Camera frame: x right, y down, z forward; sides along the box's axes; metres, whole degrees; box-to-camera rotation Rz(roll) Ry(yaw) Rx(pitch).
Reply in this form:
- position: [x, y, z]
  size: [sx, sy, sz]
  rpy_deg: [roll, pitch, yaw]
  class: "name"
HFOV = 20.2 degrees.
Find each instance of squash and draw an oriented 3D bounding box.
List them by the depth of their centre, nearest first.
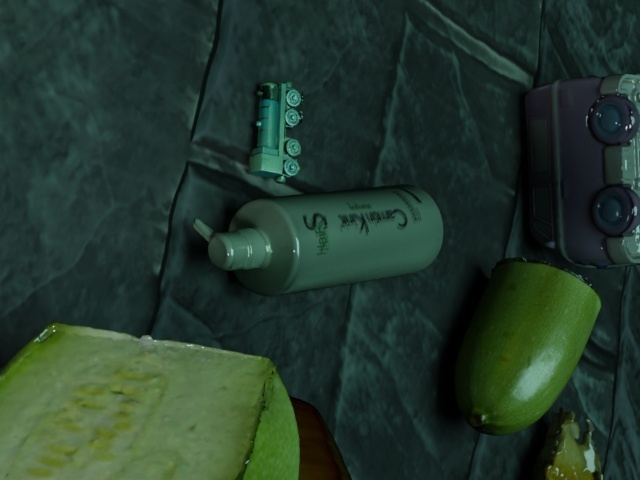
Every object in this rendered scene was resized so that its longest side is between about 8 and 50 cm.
- position: [-0.179, 0.202, 1.169]
  size: [0.309, 0.234, 0.210]
  rpy_deg: [-29, 126, -63]
  class: "squash"
- position: [0.196, 0.114, 1.778]
  size: [0.123, 0.123, 0.186]
  rpy_deg: [55, 49, -34]
  class: "squash"

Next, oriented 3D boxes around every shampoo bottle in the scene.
- position: [0.000, 0.000, 1.564]
  size: [0.262, 0.085, 0.085]
  rpy_deg: [-7, 94, -51]
  class: "shampoo bottle"

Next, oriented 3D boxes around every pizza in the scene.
- position: [0.261, 0.329, 1.889]
  size: [0.189, 0.071, 0.297]
  rpy_deg: [-17, 99, -37]
  class: "pizza"

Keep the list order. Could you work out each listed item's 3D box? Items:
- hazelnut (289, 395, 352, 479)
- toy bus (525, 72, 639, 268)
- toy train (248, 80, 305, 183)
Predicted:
- position: [-0.061, 0.226, 1.423]
  size: [0.186, 0.210, 0.210]
  rpy_deg: [68, 38, -59]
  class: "hazelnut"
- position: [0.302, -0.071, 1.894]
  size: [0.142, 0.142, 0.202]
  rpy_deg: [-2, 89, -51]
  class: "toy bus"
- position: [-0.039, -0.096, 1.566]
  size: [0.045, 0.029, 0.092]
  rpy_deg: [10, 77, -35]
  class: "toy train"
